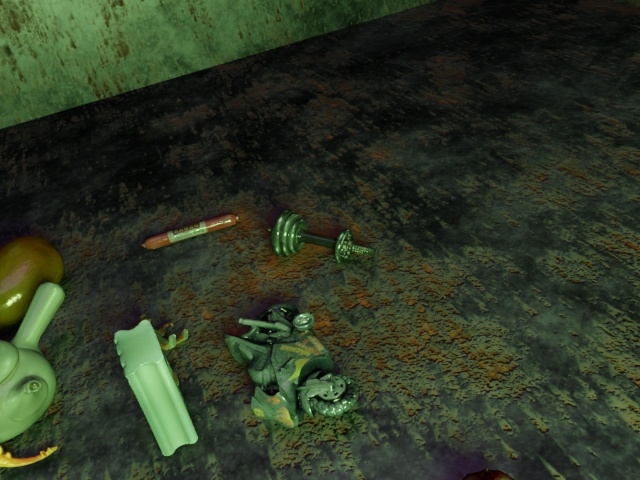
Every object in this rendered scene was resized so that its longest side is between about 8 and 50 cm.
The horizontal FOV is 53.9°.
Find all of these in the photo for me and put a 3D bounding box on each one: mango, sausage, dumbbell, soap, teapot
[{"bbox_3d":[-0.681,0.094,1.430,0.176,0.139,0.254,-14,41,19],"label":"mango"},{"bbox_3d":[-0.325,-0.022,1.579,0.254,0.034,0.034,-18,35,-8],"label":"sausage"},{"bbox_3d":[0.000,0.000,1.401,0.255,0.110,0.110,12,41,20],"label":"dumbbell"},{"bbox_3d":[-0.270,0.243,1.038,0.067,0.197,0.119,-22,36,-15],"label":"soap"},{"bbox_3d":[-0.601,0.233,1.192,0.220,0.149,0.318,-13,36,-4],"label":"teapot"}]

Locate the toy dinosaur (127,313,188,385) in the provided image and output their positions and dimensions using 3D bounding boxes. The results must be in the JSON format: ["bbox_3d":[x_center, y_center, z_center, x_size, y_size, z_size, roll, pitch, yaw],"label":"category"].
[{"bbox_3d":[-0.337,0.215,1.228,0.143,0.057,0.212,-20,33,8],"label":"toy dinosaur"}]

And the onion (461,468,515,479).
[{"bbox_3d":[0.236,0.374,0.795,0.140,0.150,0.150,21,36,-7],"label":"onion"}]

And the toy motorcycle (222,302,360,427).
[{"bbox_3d":[-0.063,0.219,1.099,0.173,0.108,0.307,-29,35,-14],"label":"toy motorcycle"}]

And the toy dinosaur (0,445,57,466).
[{"bbox_3d":[-0.591,0.375,1.026,0.288,0.070,0.117,-27,74,-23],"label":"toy dinosaur"}]
